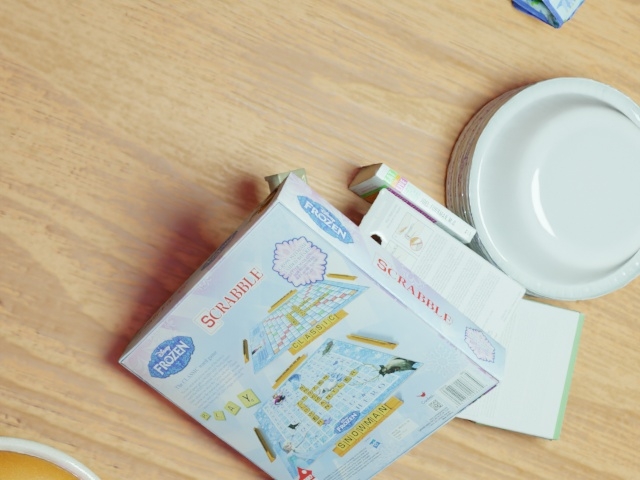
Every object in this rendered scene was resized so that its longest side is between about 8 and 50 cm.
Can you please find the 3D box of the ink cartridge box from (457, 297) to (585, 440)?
[{"bbox_3d":[0.211,0.150,1.382,0.235,0.056,0.171,14,86,-11],"label":"ink cartridge box"}]

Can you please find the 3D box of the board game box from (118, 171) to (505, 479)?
[{"bbox_3d":[-0.014,0.131,1.223,0.318,0.066,0.318,40,122,-12],"label":"board game box"}]

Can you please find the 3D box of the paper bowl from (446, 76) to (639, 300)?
[{"bbox_3d":[0.314,-0.064,1.361,0.284,0.148,0.284,0,92,-14],"label":"paper bowl"}]

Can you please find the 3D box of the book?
[{"bbox_3d":[0.114,-0.042,1.334,0.144,0.096,0.035,35,79,-12],"label":"book"}]

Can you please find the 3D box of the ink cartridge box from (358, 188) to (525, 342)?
[{"bbox_3d":[0.115,0.074,1.300,0.224,0.056,0.181,34,74,-8],"label":"ink cartridge box"}]

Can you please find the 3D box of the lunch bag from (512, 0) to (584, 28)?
[{"bbox_3d":[0.290,-0.365,1.379,0.151,0.096,0.129,41,80,-1],"label":"lunch bag"}]

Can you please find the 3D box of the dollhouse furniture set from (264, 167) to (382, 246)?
[{"bbox_3d":[0.000,0.000,1.327,0.161,0.101,0.182,-15,94,-38],"label":"dollhouse furniture set"}]

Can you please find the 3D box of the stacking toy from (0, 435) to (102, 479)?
[{"bbox_3d":[-0.331,0.394,1.025,0.350,0.480,0.351,0,90,-14],"label":"stacking toy"}]
